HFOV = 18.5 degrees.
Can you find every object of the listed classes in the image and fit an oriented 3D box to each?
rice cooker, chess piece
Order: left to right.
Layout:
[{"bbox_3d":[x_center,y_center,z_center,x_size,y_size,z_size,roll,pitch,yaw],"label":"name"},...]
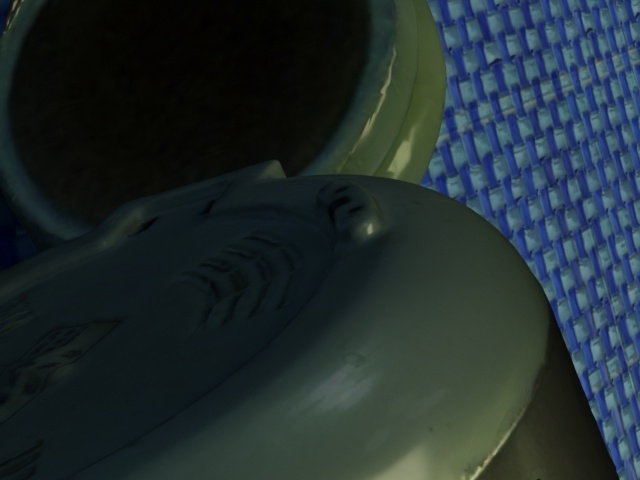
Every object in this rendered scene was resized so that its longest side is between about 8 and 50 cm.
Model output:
[{"bbox_3d":[-0.029,0.147,0.568,0.288,0.288,0.277,-51,123,-53],"label":"rice cooker"},{"bbox_3d":[0.000,0.000,0.812,0.298,0.175,0.176,54,35,-55],"label":"chess piece"}]
